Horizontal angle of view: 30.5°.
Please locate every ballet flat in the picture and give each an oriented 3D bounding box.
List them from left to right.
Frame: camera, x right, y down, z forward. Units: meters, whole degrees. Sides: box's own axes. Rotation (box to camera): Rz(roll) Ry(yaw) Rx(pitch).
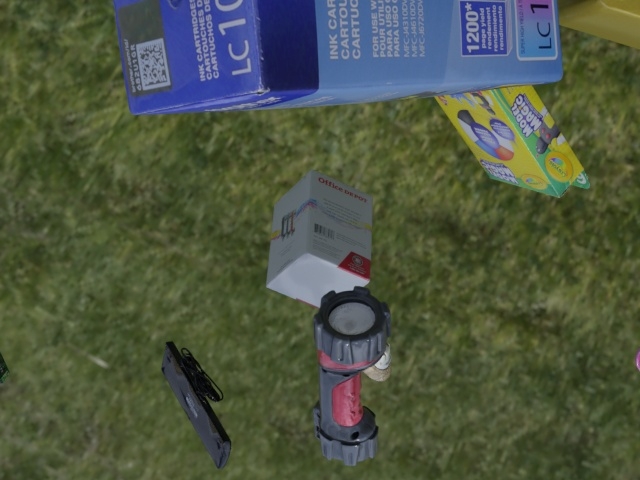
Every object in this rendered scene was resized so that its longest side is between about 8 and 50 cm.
[{"bbox_3d":[0.089,0.200,2.213,0.067,0.073,0.206,-11,137,40],"label":"ballet flat"}]

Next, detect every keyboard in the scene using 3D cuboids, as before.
[{"bbox_3d":[-0.168,0.226,1.682,0.192,0.038,0.100,54,146,28],"label":"keyboard"}]

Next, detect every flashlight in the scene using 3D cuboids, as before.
[{"bbox_3d":[0.044,0.196,1.598,0.103,0.103,0.304,-13,136,-9],"label":"flashlight"}]

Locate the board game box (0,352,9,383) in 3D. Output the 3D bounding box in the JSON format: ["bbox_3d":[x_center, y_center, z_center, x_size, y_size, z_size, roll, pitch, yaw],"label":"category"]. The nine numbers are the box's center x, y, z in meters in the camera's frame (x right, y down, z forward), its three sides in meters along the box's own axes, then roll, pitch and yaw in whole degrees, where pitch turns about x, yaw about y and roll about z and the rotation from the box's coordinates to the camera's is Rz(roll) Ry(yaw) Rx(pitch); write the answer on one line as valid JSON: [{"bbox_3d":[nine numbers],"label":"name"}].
[{"bbox_3d":[-0.478,0.119,1.266,0.260,0.030,0.136,-14,112,14],"label":"board game box"}]

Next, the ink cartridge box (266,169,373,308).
[{"bbox_3d":[0.000,0.000,1.941,0.128,0.176,0.127,24,140,-24],"label":"ink cartridge box"}]

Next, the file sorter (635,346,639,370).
[{"bbox_3d":[0.585,0.192,1.578,0.182,0.290,0.202,17,112,-21],"label":"file sorter"}]

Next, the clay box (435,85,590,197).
[{"bbox_3d":[0.211,-0.130,1.344,0.222,0.053,0.127,51,165,-31],"label":"clay box"}]

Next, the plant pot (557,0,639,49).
[{"bbox_3d":[0.334,-0.261,1.039,0.212,0.187,0.212,20,106,8],"label":"plant pot"}]

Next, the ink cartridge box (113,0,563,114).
[{"bbox_3d":[-0.005,-0.230,0.829,0.151,0.395,0.269,-2,96,46],"label":"ink cartridge box"}]
